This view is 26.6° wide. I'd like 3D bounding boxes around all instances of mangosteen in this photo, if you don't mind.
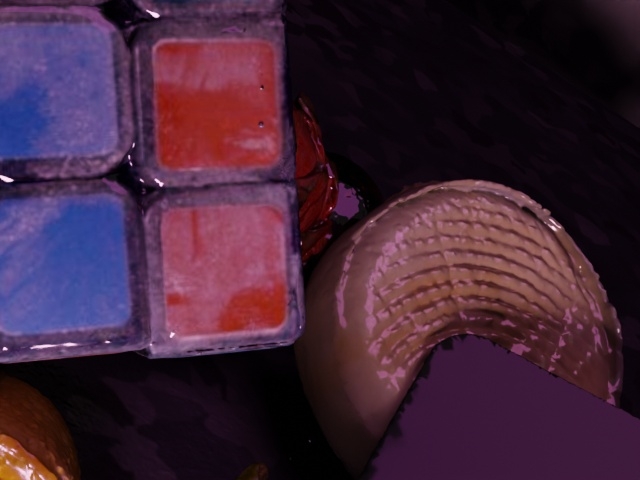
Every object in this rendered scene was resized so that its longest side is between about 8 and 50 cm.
[{"bbox_3d":[0.000,0.000,1.563,0.192,0.192,0.217,51,7,29],"label":"mangosteen"}]

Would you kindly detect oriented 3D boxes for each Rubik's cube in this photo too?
[{"bbox_3d":[-0.230,-0.083,1.010,0.358,0.362,0.363,-2,0,-17],"label":"Rubik's cube"}]

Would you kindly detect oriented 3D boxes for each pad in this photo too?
[{"bbox_3d":[0.110,0.263,1.221,0.315,0.063,0.375,29,58,10],"label":"pad"}]

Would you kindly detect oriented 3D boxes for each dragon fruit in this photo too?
[{"bbox_3d":[-0.104,-0.069,1.356,0.244,0.299,0.244,-7,43,7],"label":"dragon fruit"}]

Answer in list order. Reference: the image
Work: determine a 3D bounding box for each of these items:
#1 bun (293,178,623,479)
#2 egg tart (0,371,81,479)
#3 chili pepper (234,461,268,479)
[{"bbox_3d":[0.130,0.124,1.423,0.364,0.202,0.364,10,68,-26],"label":"bun"},{"bbox_3d":[-0.261,0.186,0.959,0.202,0.203,0.147,29,13,-12],"label":"egg tart"},{"bbox_3d":[-0.077,0.253,1.197,0.048,0.043,0.208,5,31,0],"label":"chili pepper"}]
